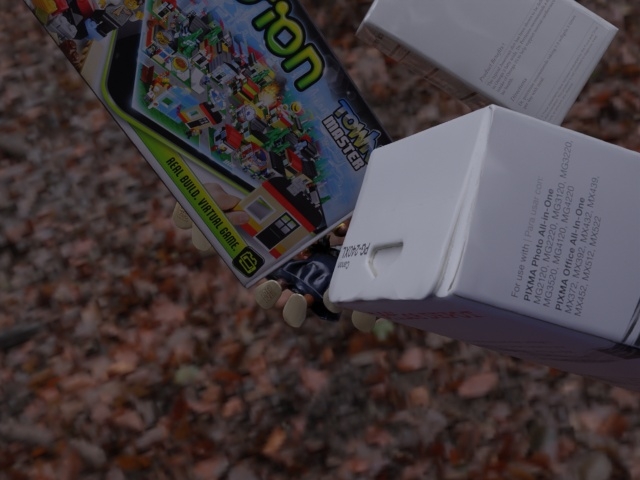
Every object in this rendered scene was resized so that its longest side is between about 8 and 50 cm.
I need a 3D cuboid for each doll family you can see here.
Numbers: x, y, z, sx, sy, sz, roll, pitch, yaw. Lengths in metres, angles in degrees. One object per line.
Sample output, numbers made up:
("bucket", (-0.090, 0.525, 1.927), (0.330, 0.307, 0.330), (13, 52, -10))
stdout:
("doll family", (0.000, 0.000, 0.842), (0.193, 0.076, 0.111), (44, 30, 13))

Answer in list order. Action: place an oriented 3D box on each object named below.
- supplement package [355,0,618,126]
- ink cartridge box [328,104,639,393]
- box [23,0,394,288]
("supplement package", (0.133, -0.172, 1.035), (0.105, 0.179, 0.105), (-58, 3, 1))
("ink cartridge box", (0.093, 0.011, 0.425), (0.150, 0.063, 0.109), (17, -9, -16))
("box", (-0.054, -0.087, 0.651), (0.114, 0.207, 0.036), (-35, 22, 3))
